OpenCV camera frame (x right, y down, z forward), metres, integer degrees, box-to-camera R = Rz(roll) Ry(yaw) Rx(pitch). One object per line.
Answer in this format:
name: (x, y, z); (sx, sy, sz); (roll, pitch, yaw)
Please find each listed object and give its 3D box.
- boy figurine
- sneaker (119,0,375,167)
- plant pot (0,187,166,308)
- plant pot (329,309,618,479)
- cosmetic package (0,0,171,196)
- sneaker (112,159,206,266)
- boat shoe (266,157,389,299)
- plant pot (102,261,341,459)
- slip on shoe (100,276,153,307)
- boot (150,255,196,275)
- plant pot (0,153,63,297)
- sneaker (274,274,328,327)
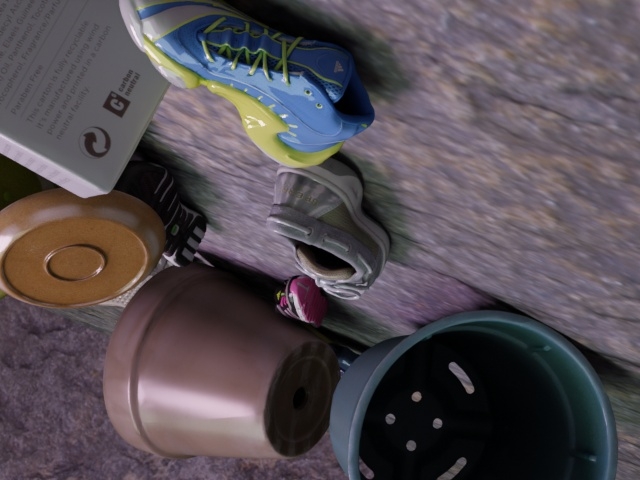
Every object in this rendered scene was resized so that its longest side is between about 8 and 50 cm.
boy figurine: (-0.024, 0.195, 2.082); (0.285, 0.092, 0.177); (18, 168, 16)
sneaker: (-0.046, -0.155, 0.971); (0.126, 0.091, 0.240); (-15, 140, 41)
plant pot: (-0.312, 0.020, 1.502); (0.236, 0.032, 0.236); (-9, 143, -7)
plant pot: (0.168, 0.259, 1.584); (0.341, 0.341, 0.334); (28, 173, -9)
cosmetic package: (-0.359, -0.214, 1.045); (0.453, 0.161, 0.230); (30, 173, -15)
sneaker: (-0.272, -0.050, 1.627); (0.163, 0.106, 0.281); (24, 166, 18)
boat shoe: (0.002, 0.000, 1.341); (0.118, 0.103, 0.320); (22, 165, 14)
plant pot: (-0.134, 0.218, 1.879); (0.280, 0.323, 0.323); (14, 161, 38)
slip on shoe: (-0.318, 0.085, 2.191); (0.331, 0.123, 0.101); (8, -170, 36)
boot: (-0.276, 0.019, 1.965); (0.161, 0.083, 0.246); (17, 168, -16)
plant pot: (-0.527, -0.044, 1.678); (0.353, 0.366, 0.366); (-6, 147, 43)
sneaker: (-0.039, 0.088, 1.789); (0.075, 0.063, 0.170); (16, 168, 14)
